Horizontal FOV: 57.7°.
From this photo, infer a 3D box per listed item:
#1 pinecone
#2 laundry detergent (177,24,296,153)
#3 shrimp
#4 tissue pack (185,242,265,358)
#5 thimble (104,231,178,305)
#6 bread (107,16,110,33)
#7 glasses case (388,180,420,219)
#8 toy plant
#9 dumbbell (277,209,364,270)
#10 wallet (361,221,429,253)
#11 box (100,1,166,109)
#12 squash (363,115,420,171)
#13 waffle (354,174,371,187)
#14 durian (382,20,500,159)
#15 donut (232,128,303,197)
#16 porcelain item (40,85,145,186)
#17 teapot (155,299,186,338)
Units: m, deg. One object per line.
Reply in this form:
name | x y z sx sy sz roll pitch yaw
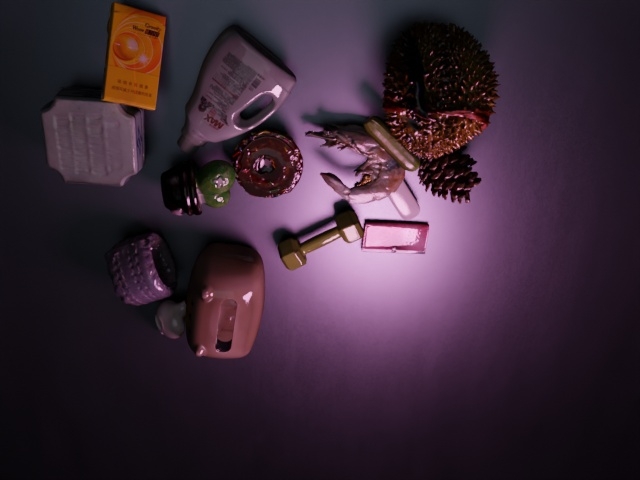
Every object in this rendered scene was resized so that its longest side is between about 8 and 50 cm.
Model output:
pinecone | 0.415 -0.219 1.858 0.204 0.179 0.184 31 122 16
laundry detergent | -0.285 -0.416 1.766 0.264 0.125 0.398 35 113 -20
shrimp | 0.104 -0.254 1.870 0.360 0.085 0.247 25 99 -13
tissue pack | -0.331 0.225 2.023 0.267 0.277 0.387 8 119 -10
thimble | -0.608 0.100 1.980 0.172 0.205 0.236 -15 119 7
bread | -0.561 -0.606 1.685 0.115 0.056 0.082 20 86 -29
glasses case | 0.269 -0.155 1.969 0.076 0.049 0.197 -32 113 12
toy plant | -0.384 -0.173 1.857 0.235 0.175 0.218 -7 159 -7
dumbbell | 0.000 0.000 2.009 0.302 0.121 0.108 -26 87 11
wallet | 0.265 -0.010 2.063 0.232 0.025 0.119 2 118 -5
box | -0.531 -0.520 1.656 0.152 0.043 0.269 4 97 -35
squash | 0.225 -0.298 1.808 0.229 0.066 0.066 41 109 -20
waffle | 0.155 -0.179 1.971 0.085 0.016 0.078 -34 114 15
durian | 0.338 -0.427 1.682 0.347 0.347 0.384 6 120 -6
donut | -0.171 -0.253 1.875 0.235 0.089 0.235 -1 119 -2
porcelain item | -0.685 -0.320 1.776 0.281 0.157 0.286 2 117 -3
teapot | -0.552 0.293 2.130 0.092 0.145 0.226 -14 157 -33
